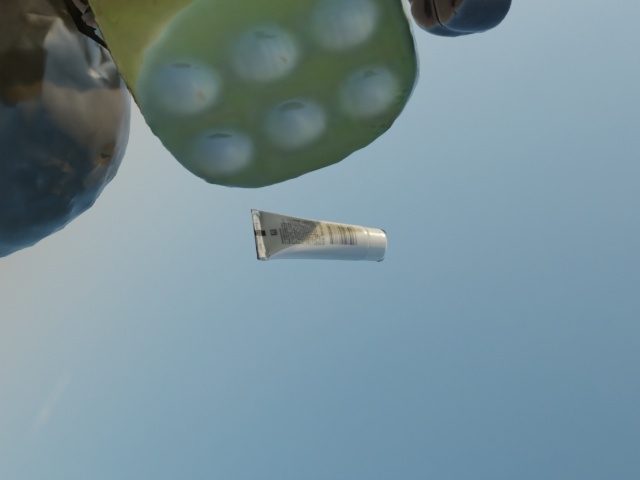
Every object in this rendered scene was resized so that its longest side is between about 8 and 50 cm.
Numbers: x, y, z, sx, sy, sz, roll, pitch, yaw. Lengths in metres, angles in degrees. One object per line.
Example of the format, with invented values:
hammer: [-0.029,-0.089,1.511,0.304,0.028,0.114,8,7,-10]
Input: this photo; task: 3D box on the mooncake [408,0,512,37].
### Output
mooncake: [0.236,-0.475,1.555,0.245,0.133,0.245,33,-52,54]

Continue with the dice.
dice: [-0.042,-0.151,0.565,0.169,0.166,0.169,-22,-128,5]

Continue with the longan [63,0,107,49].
longan: [-0.103,-0.303,0.789,0.319,0.319,0.319,-47,-161,22]

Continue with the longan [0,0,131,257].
longan: [-0.479,-0.172,1.214,0.436,0.404,0.404,-16,-145,23]

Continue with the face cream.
face cream: [0.000,0.000,1.464,0.058,0.244,0.092,-45,-132,47]
